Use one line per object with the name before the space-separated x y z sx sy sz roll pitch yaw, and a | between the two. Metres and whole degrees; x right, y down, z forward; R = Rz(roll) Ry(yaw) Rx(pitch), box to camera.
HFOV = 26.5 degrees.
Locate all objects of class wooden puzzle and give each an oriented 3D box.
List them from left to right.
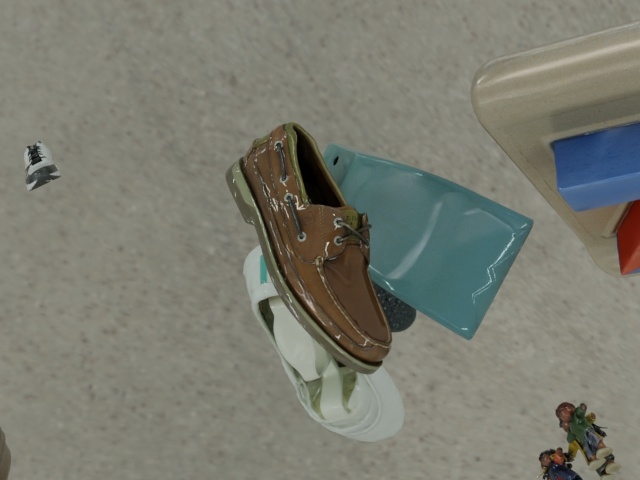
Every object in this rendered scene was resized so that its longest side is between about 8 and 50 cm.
wooden puzzle | 0.330 -0.060 1.108 0.322 0.348 0.080 -12 59 25

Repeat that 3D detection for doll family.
doll family | 0.321 0.281 1.727 0.111 0.076 0.193 54 135 43

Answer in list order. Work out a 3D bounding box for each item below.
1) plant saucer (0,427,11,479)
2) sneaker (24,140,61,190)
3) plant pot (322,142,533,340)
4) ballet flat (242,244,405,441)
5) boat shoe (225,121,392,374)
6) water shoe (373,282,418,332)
plant saucer | -0.469 0.357 1.705 0.278 0.041 0.278 -48 21 24
sneaker | -0.312 -0.083 1.495 0.040 0.109 0.043 -24 104 -9
plant pot | 0.097 -0.015 1.659 0.165 0.234 0.165 -63 22 2
ballet flat | 0.000 0.179 1.935 0.139 0.400 0.139 -22 31 14
boat shoe | 0.000 0.000 1.489 0.104 0.111 0.307 -43 64 21
water shoe | 0.042 0.054 1.803 0.073 0.203 0.080 -57 23 19
